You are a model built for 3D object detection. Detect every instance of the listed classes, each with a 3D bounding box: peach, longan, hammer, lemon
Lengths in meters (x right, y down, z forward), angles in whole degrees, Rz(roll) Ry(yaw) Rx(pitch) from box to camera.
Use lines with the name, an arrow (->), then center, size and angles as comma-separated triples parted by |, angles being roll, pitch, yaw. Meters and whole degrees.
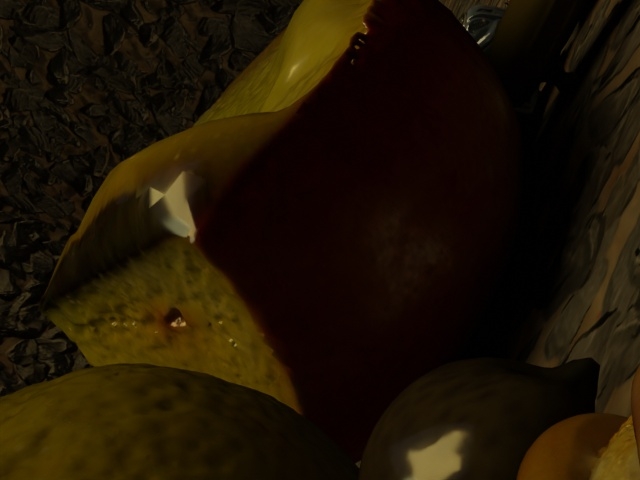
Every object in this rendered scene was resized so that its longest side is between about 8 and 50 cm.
peach -> 0.000, 0.000, 0.926 | 0.306, 0.242, 0.380 | -37, 7, 31
longan -> 0.063, 0.087, 0.546 | 0.113, 0.092, 0.113 | -54, -2, -3
hammer -> 0.161, -0.190, 0.909 | 0.305, 0.113, 0.202 | 111, -177, -46
lemon -> -0.073, 0.176, 0.621 | 0.267, 0.267, 0.267 | -156, 90, -86

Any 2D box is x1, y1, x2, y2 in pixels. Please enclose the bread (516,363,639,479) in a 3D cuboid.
bread -> 0.077, 0.099, 0.382 | 0.177, 0.084, 0.119 | -59, 7, 30

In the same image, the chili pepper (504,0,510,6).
chili pepper -> 0.195, -0.230, 1.036 | 0.088, 0.065, 0.169 | -28, -21, -51

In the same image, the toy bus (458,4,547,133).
toy bus -> 0.114, -0.086, 1.097 | 0.076, 0.073, 0.167 | -83, 12, -51
